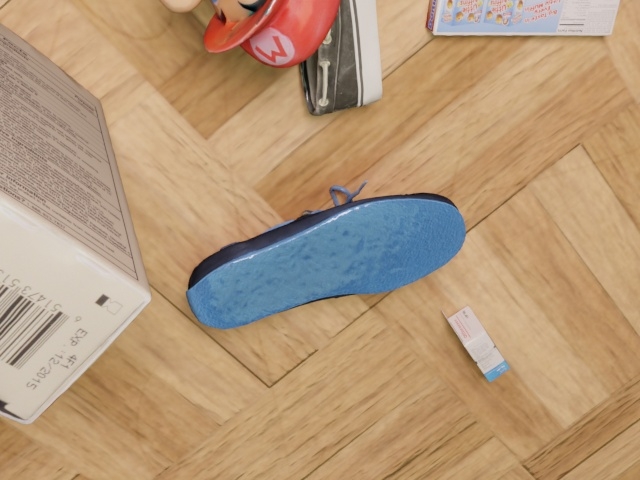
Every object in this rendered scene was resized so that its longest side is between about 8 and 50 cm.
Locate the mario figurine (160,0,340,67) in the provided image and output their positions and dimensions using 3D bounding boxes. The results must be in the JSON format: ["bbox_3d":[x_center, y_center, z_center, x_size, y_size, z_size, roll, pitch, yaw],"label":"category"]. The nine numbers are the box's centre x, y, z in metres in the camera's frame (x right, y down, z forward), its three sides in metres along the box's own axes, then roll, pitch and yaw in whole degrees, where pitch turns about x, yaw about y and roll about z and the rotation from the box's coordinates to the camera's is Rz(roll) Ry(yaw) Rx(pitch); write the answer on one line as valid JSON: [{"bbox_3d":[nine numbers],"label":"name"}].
[{"bbox_3d":[-0.107,-0.242,0.702,0.170,0.198,0.320,-34,111,7],"label":"mario figurine"}]

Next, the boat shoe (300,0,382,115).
[{"bbox_3d":[0.002,-0.196,0.858,0.070,0.077,0.219,-18,127,-9],"label":"boat shoe"}]

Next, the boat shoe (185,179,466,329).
[{"bbox_3d":[0.000,0.000,0.981,0.258,0.089,0.109,-11,111,-7],"label":"boat shoe"}]

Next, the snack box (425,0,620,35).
[{"bbox_3d":[0.183,-0.214,0.944,0.178,0.022,0.064,-3,123,-17],"label":"snack box"}]

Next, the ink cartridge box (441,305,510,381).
[{"bbox_3d":[0.162,0.103,1.120,0.028,0.048,0.083,-34,126,4],"label":"ink cartridge box"}]

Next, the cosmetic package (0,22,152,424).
[{"bbox_3d":[-0.231,-0.034,0.747,0.129,0.296,0.153,-45,123,12],"label":"cosmetic package"}]
